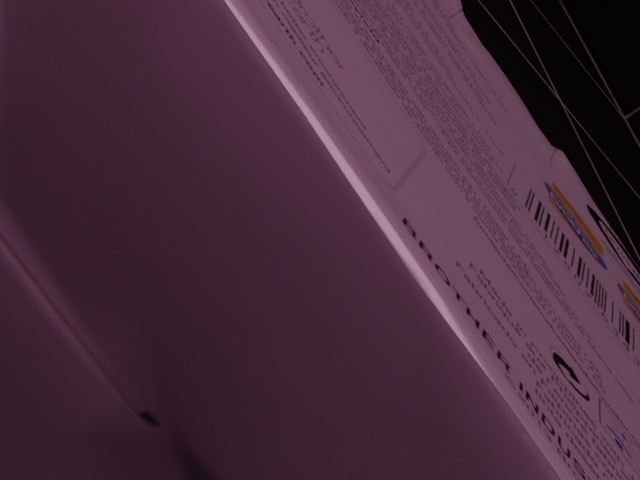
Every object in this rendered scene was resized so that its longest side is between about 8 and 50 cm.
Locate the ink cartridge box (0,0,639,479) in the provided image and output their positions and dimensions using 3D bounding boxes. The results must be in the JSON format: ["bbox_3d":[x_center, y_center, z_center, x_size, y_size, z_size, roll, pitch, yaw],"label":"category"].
[{"bbox_3d":[0.000,0.000,0.536,0.270,0.151,0.395,55,18,-4],"label":"ink cartridge box"}]
